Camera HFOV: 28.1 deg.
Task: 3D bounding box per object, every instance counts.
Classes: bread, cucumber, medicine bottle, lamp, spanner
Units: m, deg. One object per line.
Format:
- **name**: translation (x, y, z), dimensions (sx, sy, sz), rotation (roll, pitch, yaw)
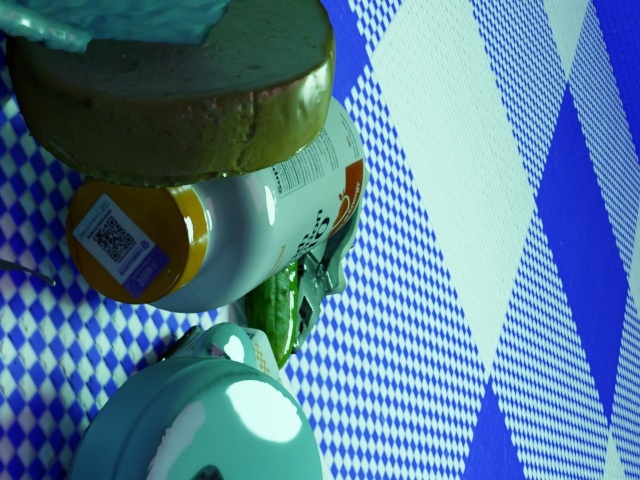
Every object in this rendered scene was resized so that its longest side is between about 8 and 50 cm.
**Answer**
- **bread**: translation (-0.104, -0.127, 0.896), dimensions (0.236, 0.236, 0.070), rotation (-72, 168, -48)
- **cucumber**: translation (-0.045, 0.005, 1.188), dimensions (0.056, 0.056, 0.250), rotation (37, 49, -57)
- **medicine bottle**: translation (-0.081, -0.036, 0.998), dimensions (0.289, 0.157, 0.157), rotation (-34, 111, -64)
- **lamp**: translation (-0.097, 0.199, 0.872), dimensions (0.209, 0.147, 0.284), rotation (67, 24, -21)
- **spanner**: translation (0.000, 0.000, 1.307), dimensions (0.095, 0.040, 0.325), rotation (63, 28, -31)

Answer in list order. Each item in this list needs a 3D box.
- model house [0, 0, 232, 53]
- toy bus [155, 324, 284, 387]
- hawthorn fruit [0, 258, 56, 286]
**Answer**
- **model house**: translation (-0.157, -0.280, 0.725), dimensions (0.249, 0.230, 0.280), rotation (1, 67, -30)
- **toy bus**: translation (-0.063, 0.165, 1.037), dimensions (0.087, 0.089, 0.194), rotation (-45, 122, -62)
- **hawthorn fruit**: translation (-0.239, 0.004, 0.624), dimensions (0.149, 0.189, 0.149), rotation (62, -1, 2)
